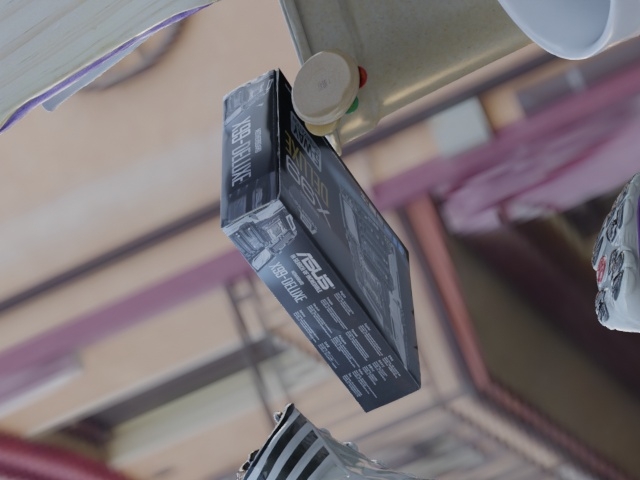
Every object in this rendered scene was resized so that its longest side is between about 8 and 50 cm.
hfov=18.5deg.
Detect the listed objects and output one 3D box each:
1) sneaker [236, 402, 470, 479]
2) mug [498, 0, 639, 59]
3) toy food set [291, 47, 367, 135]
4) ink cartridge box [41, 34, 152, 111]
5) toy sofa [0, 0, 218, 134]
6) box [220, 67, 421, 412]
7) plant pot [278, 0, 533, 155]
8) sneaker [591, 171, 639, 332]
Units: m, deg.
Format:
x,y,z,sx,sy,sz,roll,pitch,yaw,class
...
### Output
x,y,z,sx,sy,sz,roll,pitch,yaw,class
0.074,0.280,2.274,0.257,0.169,0.447,44,-163,28,sneaker
0.327,-0.417,2.080,0.374,0.328,0.276,57,159,18,mug
0.008,-0.152,1.961,0.020,0.082,0.083,27,-153,-52,toy food set
-0.265,-0.332,2.115,0.119,0.207,0.353,-2,-117,-59,ink cartridge box
-0.205,-0.233,1.770,0.177,0.362,0.150,62,-151,1,toy sofa
0.000,0.000,2.143,0.307,0.076,0.242,54,-160,-32,box
0.106,-0.302,2.318,0.334,0.305,0.334,-18,-90,-89,plant pot
0.245,0.017,1.475,0.071,0.068,0.170,20,-140,-7,sneaker
